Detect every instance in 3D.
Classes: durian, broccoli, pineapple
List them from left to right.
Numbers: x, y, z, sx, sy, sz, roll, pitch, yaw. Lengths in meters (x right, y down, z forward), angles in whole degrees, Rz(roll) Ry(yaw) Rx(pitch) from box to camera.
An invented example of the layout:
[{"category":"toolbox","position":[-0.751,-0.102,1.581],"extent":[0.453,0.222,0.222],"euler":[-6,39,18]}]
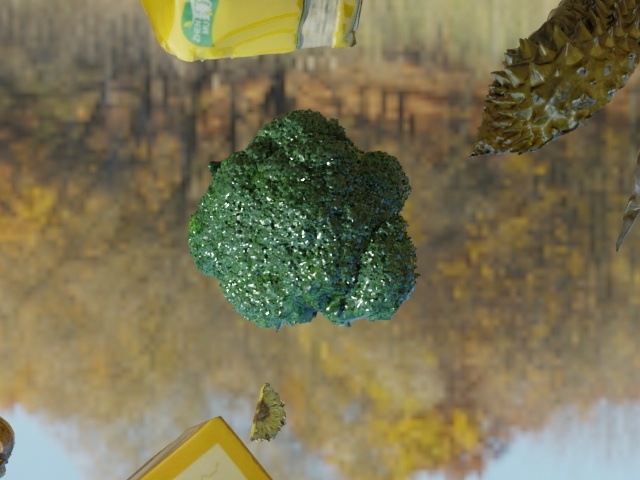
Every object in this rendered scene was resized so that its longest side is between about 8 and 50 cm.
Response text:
[{"category":"pineapple","position":[-0.066,0.228,2.354],"extent":[0.045,0.083,0.019],"euler":[20,154,-23]},{"category":"broccoli","position":[0.000,0.000,2.073],"extent":[0.254,0.269,0.269],"euler":[-41,-176,1]},{"category":"durian","position":[0.318,-0.241,2.306],"extent":[0.341,0.112,0.191],"euler":[-49,-164,-31]}]

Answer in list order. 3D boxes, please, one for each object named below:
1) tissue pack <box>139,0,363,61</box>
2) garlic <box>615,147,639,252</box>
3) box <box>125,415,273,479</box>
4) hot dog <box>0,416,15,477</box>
[{"category":"tissue pack","position":[-0.071,-0.402,1.722],"extent":[0.228,0.382,0.293],"euler":[-2,-146,-19]},{"category":"garlic","position":[0.382,-0.086,1.963],"extent":[0.090,0.198,0.128],"euler":[34,-135,-6]},{"category":"box","position":[-0.133,0.309,1.512],"extent":[0.259,0.214,0.283],"euler":[-40,179,-12]},{"category":"hot dog","position":[-0.463,0.209,2.082],"extent":[0.236,0.092,0.062],"euler":[22,-176,3]}]
